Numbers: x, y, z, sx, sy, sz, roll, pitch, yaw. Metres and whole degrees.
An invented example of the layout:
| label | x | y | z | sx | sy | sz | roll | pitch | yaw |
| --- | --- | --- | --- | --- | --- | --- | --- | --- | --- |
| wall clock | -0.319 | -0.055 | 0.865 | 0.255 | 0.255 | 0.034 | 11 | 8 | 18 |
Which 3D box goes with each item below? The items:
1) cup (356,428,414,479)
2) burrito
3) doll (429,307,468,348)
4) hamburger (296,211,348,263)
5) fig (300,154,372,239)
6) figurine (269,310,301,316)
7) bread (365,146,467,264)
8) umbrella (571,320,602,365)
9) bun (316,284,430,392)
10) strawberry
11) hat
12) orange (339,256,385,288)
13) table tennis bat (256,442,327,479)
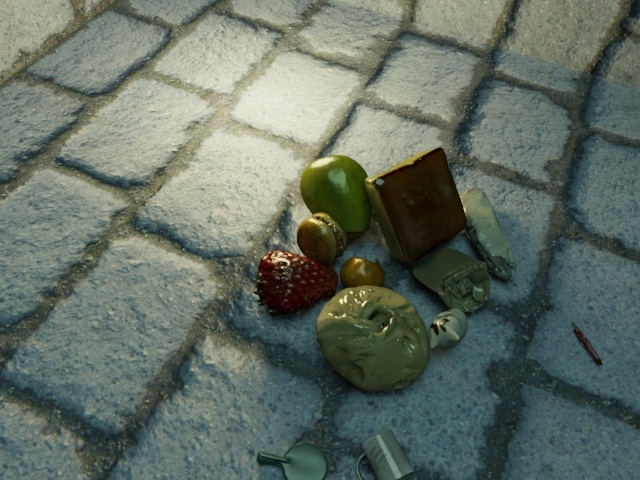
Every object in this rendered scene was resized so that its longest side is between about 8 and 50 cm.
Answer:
| label | x | y | z | sx | sy | sz | roll | pitch | yaw |
| --- | --- | --- | --- | --- | --- | --- | --- | --- | --- |
| cup | 0.169 | 0.611 | 1.449 | 0.136 | 0.099 | 0.133 | -19 | 58 | -18 |
| burrito | 0.615 | -0.017 | 1.942 | 0.139 | 0.101 | 0.446 | -4 | 54 | -12 |
| doll | 0.405 | 0.280 | 1.668 | 0.110 | 0.180 | 0.107 | -31 | 78 | 25 |
| hamburger | 0.006 | 0.000 | 1.837 | 0.191 | 0.182 | 0.118 | 32 | 52 | 22 |
| fig | 0.073 | -0.155 | 1.932 | 0.258 | 0.258 | 0.326 | -19 | 75 | -17 |
| figurine | -0.116 | 0.232 | 1.750 | 0.105 | 0.047 | 0.060 | 8 | 95 | -4 |
| bread | 0.346 | -0.131 | 1.880 | 0.323 | 0.143 | 0.333 | -31 | 106 | -23 |
| umbrella | 0.880 | 0.340 | 1.739 | 0.025 | 0.027 | 0.165 | 5 | 46 | -32 |
| bun | 0.173 | 0.284 | 1.616 | 0.362 | 0.234 | 0.326 | 29 | 51 | 9 |
| strawberry | -0.083 | 0.123 | 1.733 | 0.280 | 0.150 | 0.253 | 13 | 35 | 5 |
| hat | 0.460 | 0.144 | 1.839 | 0.214 | 0.149 | 0.244 | -32 | 25 | -16 |
| orange | 0.145 | 0.116 | 1.788 | 0.156 | 0.134 | 0.156 | 18 | 23 | -8 |
| table tennis bat | -0.079 | 0.622 | 1.468 | 0.201 | 0.033 | 0.124 | 10 | 52 | 1 |
